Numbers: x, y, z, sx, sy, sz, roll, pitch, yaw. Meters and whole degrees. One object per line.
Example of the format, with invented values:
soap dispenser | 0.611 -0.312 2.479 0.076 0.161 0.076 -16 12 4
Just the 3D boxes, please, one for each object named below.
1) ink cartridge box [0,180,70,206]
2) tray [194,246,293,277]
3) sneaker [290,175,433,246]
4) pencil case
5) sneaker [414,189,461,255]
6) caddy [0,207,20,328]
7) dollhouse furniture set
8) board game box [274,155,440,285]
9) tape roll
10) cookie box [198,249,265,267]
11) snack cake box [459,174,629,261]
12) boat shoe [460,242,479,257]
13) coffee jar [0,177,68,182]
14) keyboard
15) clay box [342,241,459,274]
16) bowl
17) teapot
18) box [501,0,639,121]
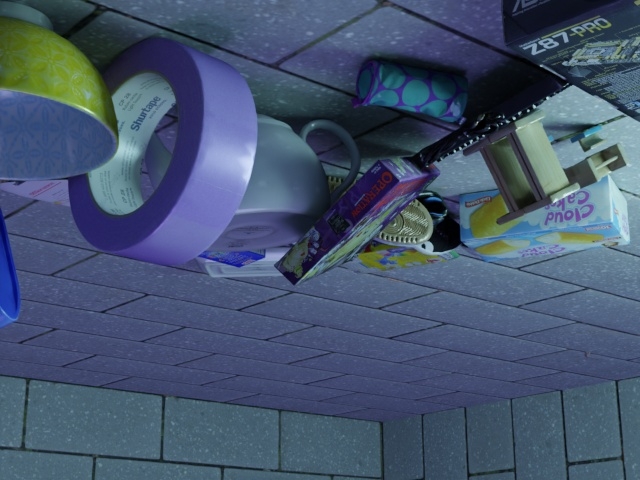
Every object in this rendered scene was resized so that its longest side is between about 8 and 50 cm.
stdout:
ink cartridge box | -0.397 -0.103 1.812 0.198 0.067 0.115 13 158 -39
tray | -0.124 0.047 2.359 0.270 0.030 0.145 -2 162 4
sneaker | 0.041 -0.035 1.956 0.282 0.099 0.153 14 157 -6
pencil case | 0.122 -0.196 1.529 0.152 0.064 0.070 8 136 -24
sneaker | 0.200 -0.031 2.029 0.217 0.079 0.121 15 159 -36
caddy | -0.610 0.020 1.794 0.179 0.341 0.241 -20 159 6
dollhouse furniture set | 0.337 -0.124 1.730 0.184 0.129 0.129 -25 179 -34
board game box | 0.064 -0.037 1.683 0.208 0.056 0.347 -50 172 14
tape roll | -0.203 -0.110 1.448 0.275 0.274 0.090 -16 156 41
cookie box | -0.174 0.014 2.226 0.107 0.040 0.092 18 155 -36
snack cake box | 0.390 -0.035 2.008 0.264 0.089 0.152 -8 160 24
boat shoe | 0.340 -0.007 2.154 0.063 0.066 0.184 15 167 -42
coffee jar | -0.408 -0.128 1.670 0.184 0.079 0.096 -3 165 -20
keyboard | 0.227 -0.159 1.547 0.201 0.033 0.317 -30 180 -33
clay box | 0.145 0.014 2.217 0.222 0.053 0.127 -11 160 26
bowl | -0.384 -0.192 1.382 0.289 0.156 0.289 -1 163 0
teapot | -0.104 -0.099 1.633 0.252 0.187 0.256 -13 163 25
box | 0.450 -0.262 1.278 0.318 0.097 0.395 14 158 -43
